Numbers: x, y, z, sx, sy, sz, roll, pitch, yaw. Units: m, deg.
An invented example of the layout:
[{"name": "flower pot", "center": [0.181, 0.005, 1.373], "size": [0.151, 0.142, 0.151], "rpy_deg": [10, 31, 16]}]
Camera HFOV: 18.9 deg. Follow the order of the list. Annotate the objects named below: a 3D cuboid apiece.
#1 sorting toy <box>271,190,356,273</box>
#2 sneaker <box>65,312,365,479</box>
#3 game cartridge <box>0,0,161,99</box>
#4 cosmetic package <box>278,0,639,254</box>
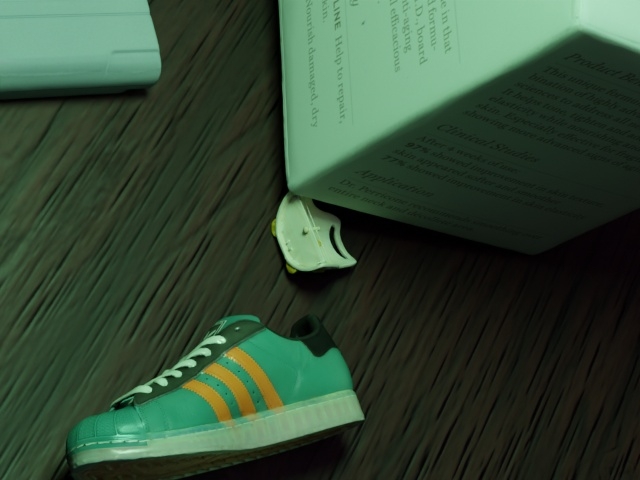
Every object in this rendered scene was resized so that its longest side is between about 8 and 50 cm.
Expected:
[{"name": "sorting toy", "center": [0.000, 0.000, 1.806], "size": [0.075, 0.045, 0.083], "rpy_deg": [3, 56, -45]}, {"name": "sneaker", "center": [-0.100, 0.132, 1.649], "size": [0.302, 0.108, 0.121], "rpy_deg": [-7, 73, -43]}, {"name": "game cartridge", "center": [-0.267, -0.271, 1.744], "size": [0.196, 0.060, 0.294], "rpy_deg": [-8, 74, -31]}, {"name": "cosmetic package", "center": [0.204, -0.220, 1.785], "size": [0.329, 0.394, 0.327], "rpy_deg": [15, 62, -36]}]
